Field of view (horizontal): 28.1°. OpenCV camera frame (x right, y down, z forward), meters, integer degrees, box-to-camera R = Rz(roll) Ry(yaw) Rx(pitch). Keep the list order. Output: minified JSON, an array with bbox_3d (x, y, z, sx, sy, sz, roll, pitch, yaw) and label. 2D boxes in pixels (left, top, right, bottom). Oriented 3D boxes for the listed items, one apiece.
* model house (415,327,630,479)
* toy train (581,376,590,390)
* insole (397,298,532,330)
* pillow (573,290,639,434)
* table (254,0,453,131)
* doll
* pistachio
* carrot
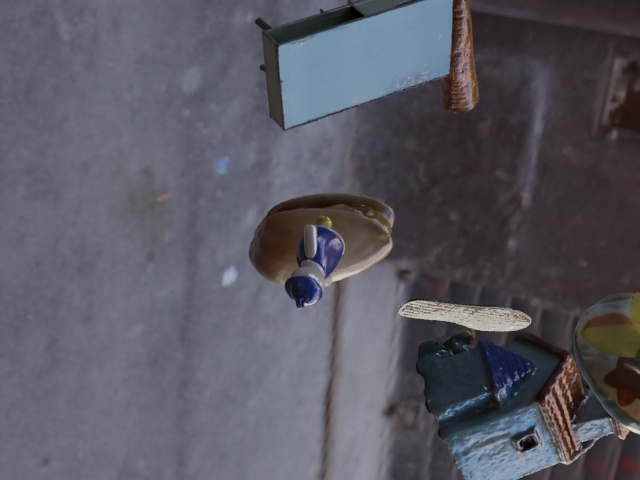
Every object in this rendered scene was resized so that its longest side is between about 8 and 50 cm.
[{"bbox_3d":[0.366,0.257,2.209,0.252,0.329,0.295,-94,161,-45],"label":"model house"},{"bbox_3d":[0.444,0.206,1.937,0.056,0.093,0.038,-17,106,-63],"label":"toy train"},{"bbox_3d":[0.179,0.091,1.553,0.064,0.188,0.004,-48,-139,49],"label":"insole"},{"bbox_3d":[0.379,0.141,1.362,0.214,0.233,0.086,-64,175,-54],"label":"pillow"},{"bbox_3d":[0.033,-0.244,1.571,0.240,0.111,0.121,-20,132,-21],"label":"table"},{"bbox_3d":[-0.007,0.031,1.550,0.143,0.057,0.099,-71,152,-44],"label":"doll"},{"bbox_3d":[0.000,0.000,1.824,0.144,0.215,0.144,-7,90,-77],"label":"pistachio"},{"bbox_3d":[0.192,-0.273,1.770,0.224,0.057,0.057,81,32,-50],"label":"carrot"}]
